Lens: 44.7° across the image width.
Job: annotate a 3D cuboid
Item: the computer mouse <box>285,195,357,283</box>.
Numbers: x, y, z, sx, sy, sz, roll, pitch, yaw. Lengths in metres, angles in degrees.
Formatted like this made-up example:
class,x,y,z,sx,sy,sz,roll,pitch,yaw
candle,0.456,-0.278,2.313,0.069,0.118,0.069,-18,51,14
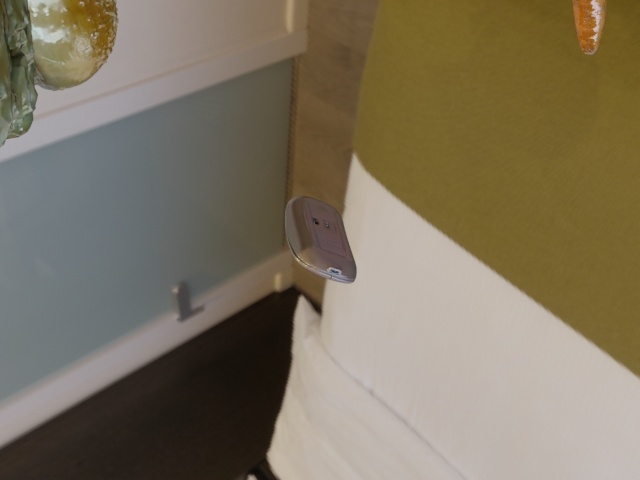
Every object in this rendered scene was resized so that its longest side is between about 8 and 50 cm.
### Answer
class,x,y,z,sx,sy,sz,roll,pitch,yaw
computer mouse,-0.001,0.001,1.372,0.057,0.120,0.232,-59,25,27

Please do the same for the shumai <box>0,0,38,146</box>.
class,x,y,z,sx,sy,sz,roll,pitch,yaw
shumai,-0.394,-0.173,0.667,0.395,0.348,0.395,2,101,11

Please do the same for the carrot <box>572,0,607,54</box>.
class,x,y,z,sx,sy,sz,roll,pitch,yaw
carrot,0.328,-0.312,0.958,0.061,0.061,0.209,28,157,39

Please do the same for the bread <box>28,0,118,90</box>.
class,x,y,z,sx,sy,sz,roll,pitch,yaw
bread,-0.341,-0.302,0.971,0.192,0.171,0.314,55,166,19
